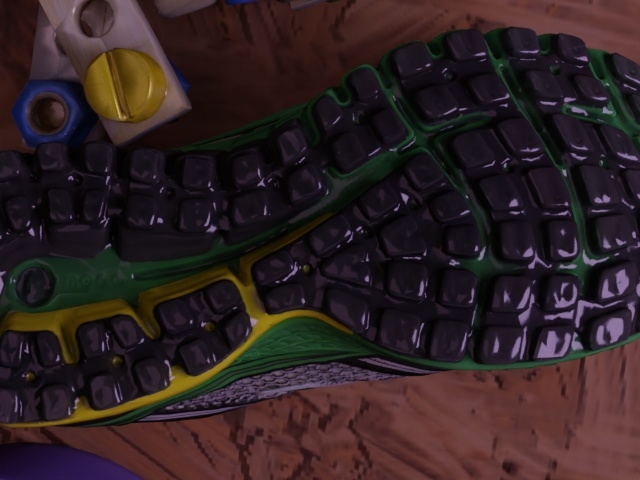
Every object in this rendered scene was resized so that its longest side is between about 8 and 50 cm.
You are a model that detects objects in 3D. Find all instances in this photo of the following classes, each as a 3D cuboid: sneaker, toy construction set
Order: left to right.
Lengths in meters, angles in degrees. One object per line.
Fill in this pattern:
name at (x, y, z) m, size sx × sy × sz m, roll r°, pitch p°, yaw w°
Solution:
toy construction set at (-0.074, -0.208, 0.776) m, size 0.215 × 0.151 × 0.328 m, roll -17°, pitch 102°, yaw 12°
sneaker at (0.000, 0.000, 0.788) m, size 0.343 × 0.146 × 0.134 m, roll -7°, pitch 82°, yaw -3°

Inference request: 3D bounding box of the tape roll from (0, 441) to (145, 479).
tape roll at (-0.137, 0.189, 0.847) m, size 0.189 × 0.080 × 0.189 m, roll 1°, pitch 95°, yaw 12°
